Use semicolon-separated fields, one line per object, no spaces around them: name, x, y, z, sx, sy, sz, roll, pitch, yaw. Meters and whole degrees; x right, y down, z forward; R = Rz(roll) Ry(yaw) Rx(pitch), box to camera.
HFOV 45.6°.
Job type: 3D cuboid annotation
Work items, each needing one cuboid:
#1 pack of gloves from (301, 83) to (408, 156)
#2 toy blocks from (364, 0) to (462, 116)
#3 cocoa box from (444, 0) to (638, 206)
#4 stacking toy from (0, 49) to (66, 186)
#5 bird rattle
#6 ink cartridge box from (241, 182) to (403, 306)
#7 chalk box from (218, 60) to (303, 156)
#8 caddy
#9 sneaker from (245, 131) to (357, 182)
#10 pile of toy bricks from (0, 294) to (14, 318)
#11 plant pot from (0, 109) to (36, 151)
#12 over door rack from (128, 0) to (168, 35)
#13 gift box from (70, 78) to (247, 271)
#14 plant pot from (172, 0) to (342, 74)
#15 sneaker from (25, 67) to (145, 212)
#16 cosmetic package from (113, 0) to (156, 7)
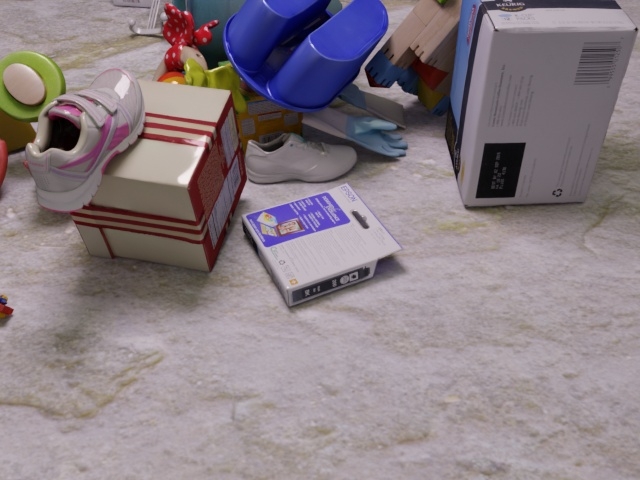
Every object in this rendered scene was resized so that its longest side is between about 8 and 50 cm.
pack of gloves;0.078;-0.264;1.500;0.232;0.046;0.195;19;44;-18
toy blocks;0.263;-0.370;1.527;0.382;0.261;0.190;1;48;-50
cocoa box;0.360;-0.263;1.330;0.232;0.347;0.227;-1;41;-2
stacking toy;-0.574;-0.195;1.342;0.309;0.279;0.130;-11;4;-5
bird rattle;-0.262;-0.302;1.411;0.143;0.207;0.253;6;44;-51
ink cartridge box;0.000;0.000;1.275;0.208;0.045;0.206;-19;44;-16
chalk box;-0.128;-0.290;1.545;0.133;0.132;0.213;-14;43;-12
caddy;-0.030;-0.381;1.423;0.241;0.179;0.341;42;45;-2
sneaker;-0.035;-0.165;1.428;0.212;0.094;0.080;-8;40;-7
pile of toy bricks;-0.597;0.094;1.167;0.212;0.118;0.105;20;78;11
plant pot;-0.723;-0.274;1.514;0.187;0.212;0.212;-34;50;-16
over door rack;-0.303;-0.622;1.869;0.325;0.108;0.239;7;77;12
gift box;-0.279;-0.121;1.277;0.258;0.255;0.276;8;48;9
plant pot;-0.143;-0.501;1.663;0.335;0.341;0.341;-4;41;-14
sneaker;-0.332;-0.165;1.087;0.103;0.111;0.252;12;57;10
cosmetic package;-0.480;-0.728;2.098;0.118;0.085;0.231;6;43;9
